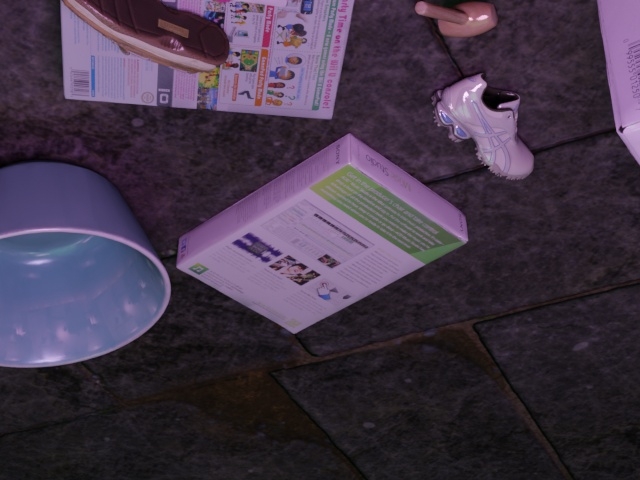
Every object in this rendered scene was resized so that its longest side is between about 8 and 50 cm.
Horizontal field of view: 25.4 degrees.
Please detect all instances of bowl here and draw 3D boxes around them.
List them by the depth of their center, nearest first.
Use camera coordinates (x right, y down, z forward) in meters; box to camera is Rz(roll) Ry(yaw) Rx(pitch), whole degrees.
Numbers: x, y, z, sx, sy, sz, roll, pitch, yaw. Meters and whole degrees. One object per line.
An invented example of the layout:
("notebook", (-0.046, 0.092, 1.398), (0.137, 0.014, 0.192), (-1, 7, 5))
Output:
("bowl", (-0.352, 0.013, 1.791), (0.312, 0.163, 0.311), (-9, 147, -6))

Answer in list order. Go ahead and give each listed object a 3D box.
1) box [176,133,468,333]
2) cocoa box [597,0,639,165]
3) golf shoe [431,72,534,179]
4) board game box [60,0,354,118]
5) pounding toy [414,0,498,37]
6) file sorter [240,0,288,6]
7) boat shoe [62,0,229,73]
("box", (0.000, 0.000, 1.890), (0.322, 0.058, 0.232), (-28, 135, 34))
("cocoa box", (0.412, -0.207, 1.370), (0.231, 0.347, 0.228), (-20, 140, 24))
("golf shoe", (0.215, -0.136, 1.703), (0.086, 0.069, 0.176), (-34, 133, 29))
("board game box", (-0.121, -0.246, 1.524), (0.303, 0.097, 0.224), (5, 144, -5))
("pounding toy", (0.167, -0.301, 1.401), (0.154, 0.154, 0.269), (-7, 143, 16))
("file sorter", (-0.152, -0.356, 1.301), (0.278, 0.192, 0.173), (7, 139, -9))
("boat shoe", (-0.188, -0.212, 1.443), (0.190, 0.068, 0.072), (26, 148, -30))
